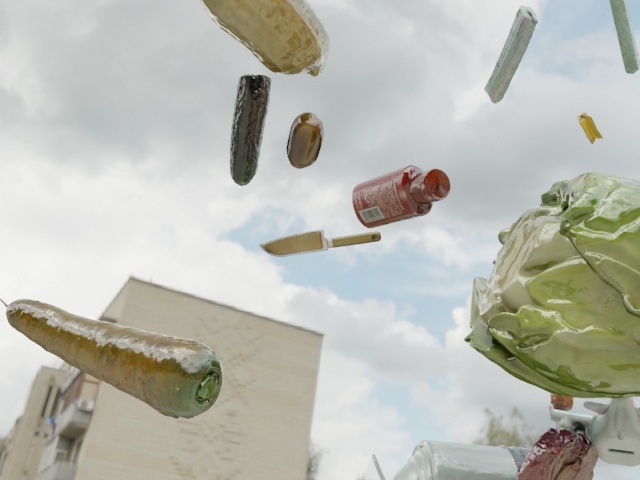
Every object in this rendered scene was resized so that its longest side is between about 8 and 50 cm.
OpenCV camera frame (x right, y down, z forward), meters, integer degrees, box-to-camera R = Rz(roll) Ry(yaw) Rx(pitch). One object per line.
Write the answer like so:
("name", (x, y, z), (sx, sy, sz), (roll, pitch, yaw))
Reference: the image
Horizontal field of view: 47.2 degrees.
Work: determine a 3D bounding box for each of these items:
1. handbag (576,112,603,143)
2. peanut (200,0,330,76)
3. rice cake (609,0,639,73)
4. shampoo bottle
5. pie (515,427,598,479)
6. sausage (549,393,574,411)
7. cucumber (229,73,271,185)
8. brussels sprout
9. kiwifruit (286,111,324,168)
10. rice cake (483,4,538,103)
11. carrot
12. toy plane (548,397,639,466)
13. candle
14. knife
("handbag", (0.578, -0.244, 1.581), (0.027, 0.083, 0.061), (-31, -79, 18))
("peanut", (-0.098, -0.413, 1.348), (0.340, 0.158, 0.174), (42, -9, -35))
("rice cake", (0.541, -0.382, 1.307), (0.029, 0.033, 0.170), (-11, -71, 33))
("shampoo bottle", (0.178, -0.102, 1.674), (0.076, 0.118, 0.314), (-14, 0, -27))
("pie", (0.385, 0.402, 1.203), (0.054, 0.204, 0.219), (20, 10, 42))
("sausage", (0.699, 0.329, 2.021), (0.078, 0.304, 0.078), (21, -13, 5))
("cucumber", (-0.158, -0.238, 1.586), (0.075, 0.241, 0.074), (9, 2, 0))
("brussels sprout", (0.463, 0.092, 1.167), (0.361, 0.342, 0.425), (28, -16, -1))
("kiwifruit", (-0.030, -0.195, 1.431), (0.075, 0.075, 0.124), (10, -46, -3))
("rice cake", (0.370, -0.358, 1.433), (0.034, 0.043, 0.210), (-9, -38, -20))
("carrot", (-0.232, 0.105, 0.754), (0.298, 0.078, 0.078), (16, -23, 24))
("toy plane", (0.570, 0.348, 1.385), (0.267, 0.122, 0.266), (12, -33, 8))
("candle", (0.285, 0.513, 1.460), (0.343, 0.221, 0.221), (6, -28, -7))
("knife", (0.000, 0.000, 1.522), (0.256, 0.046, 0.022), (-8, 3, -7))
